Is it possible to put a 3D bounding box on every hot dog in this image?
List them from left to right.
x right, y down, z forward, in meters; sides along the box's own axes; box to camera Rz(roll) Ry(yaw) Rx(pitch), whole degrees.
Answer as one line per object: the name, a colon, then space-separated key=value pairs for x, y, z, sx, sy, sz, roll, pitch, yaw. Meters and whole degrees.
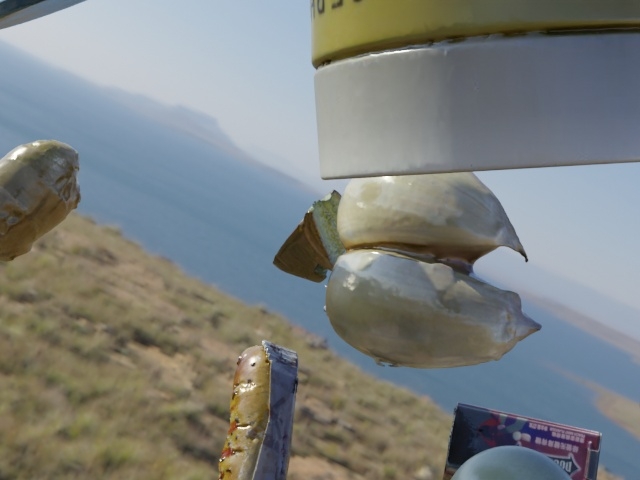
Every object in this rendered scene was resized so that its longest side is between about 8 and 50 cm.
hot dog: x=-0.065 y=0.220 z=1.120 sx=0.069 sy=0.253 sz=0.131 roll=6 pitch=-26 yaw=1

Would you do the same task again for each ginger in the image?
ginger: x=-0.488 y=-0.022 z=1.276 sx=0.363 sy=0.348 sz=0.122 roll=32 pitch=-13 yaw=-38

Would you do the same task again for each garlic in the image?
garlic: x=0.128 y=0.033 z=1.464 sx=0.249 sy=0.286 sz=0.313 roll=38 pitch=-9 yaw=-25

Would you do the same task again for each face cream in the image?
face cream: x=0.102 y=-0.127 z=0.585 sx=0.218 sy=0.179 sz=0.218 roll=-3 pitch=3 yaw=0

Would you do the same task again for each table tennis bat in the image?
table tennis bat: x=-0.326 y=-0.342 z=1.503 sx=0.329 sy=0.044 sz=0.215 roll=-14 pitch=10 yaw=19

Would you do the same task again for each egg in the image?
egg: x=0.250 y=0.362 z=1.437 sx=0.186 sy=0.187 sz=0.253 roll=25 pitch=-5 yaw=5

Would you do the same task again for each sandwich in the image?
sandwich: x=0.000 y=0.000 z=1.744 sx=0.088 sy=0.090 sz=0.244 roll=38 pitch=-23 yaw=0

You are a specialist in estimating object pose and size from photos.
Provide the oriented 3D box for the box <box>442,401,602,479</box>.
box: x=0.302 y=0.324 z=1.661 sx=0.224 sy=0.120 sz=0.069 roll=10 pitch=-28 yaw=7
